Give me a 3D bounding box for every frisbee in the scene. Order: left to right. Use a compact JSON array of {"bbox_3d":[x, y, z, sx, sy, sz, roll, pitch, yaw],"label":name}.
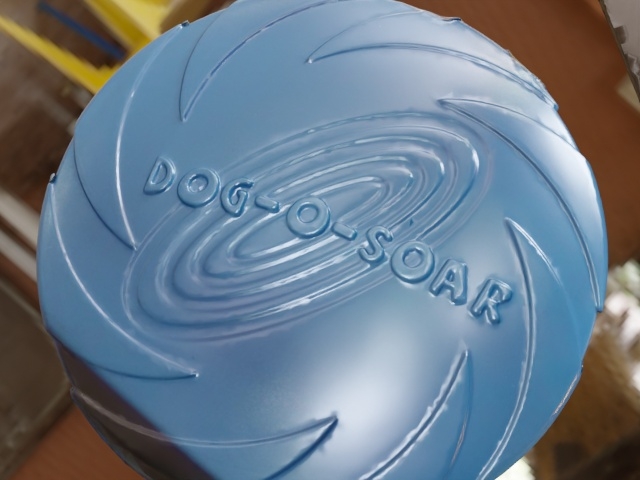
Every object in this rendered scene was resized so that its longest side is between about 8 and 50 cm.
[{"bbox_3d":[0.000,0.000,0.621,0.242,0.242,0.045,-49,168,-12],"label":"frisbee"}]

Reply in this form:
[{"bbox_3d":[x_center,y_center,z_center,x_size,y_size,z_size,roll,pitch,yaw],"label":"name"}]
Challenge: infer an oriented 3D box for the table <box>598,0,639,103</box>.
[{"bbox_3d":[0.249,-0.071,0.660,0.196,0.282,0.250,-20,165,5],"label":"table"}]
